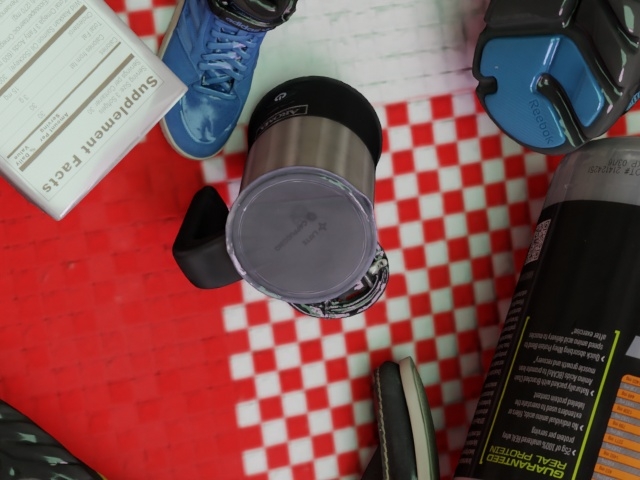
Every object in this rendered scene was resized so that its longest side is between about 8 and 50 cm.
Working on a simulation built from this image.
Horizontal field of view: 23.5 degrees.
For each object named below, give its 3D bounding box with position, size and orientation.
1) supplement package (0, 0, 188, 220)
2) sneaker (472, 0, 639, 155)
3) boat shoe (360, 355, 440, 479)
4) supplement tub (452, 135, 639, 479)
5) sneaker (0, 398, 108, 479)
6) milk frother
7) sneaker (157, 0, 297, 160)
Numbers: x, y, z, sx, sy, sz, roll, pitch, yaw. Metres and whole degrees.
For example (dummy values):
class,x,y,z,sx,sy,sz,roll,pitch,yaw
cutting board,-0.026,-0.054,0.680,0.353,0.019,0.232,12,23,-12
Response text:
class,x,y,z,sx,sy,sz,roll,pitch,yaw
supplement package,-0.179,-0.111,0.841,0.105,0.105,0.179,-47,109,-9
sneaker,0.195,-0.218,0.901,0.125,0.139,0.341,34,117,17
boat shoe,0.041,0.190,0.970,0.079,0.084,0.233,-1,92,7
supplement tub,0.191,0.113,0.928,0.193,0.193,0.316,25,78,-20
sneaker,-0.133,0.215,0.888,0.384,0.147,0.145,41,85,-1
milk frother,0.000,0.000,0.901,0.143,0.135,0.129,41,113,-16
sneaker,-0.054,-0.120,0.895,0.058,0.084,0.152,14,92,-20
